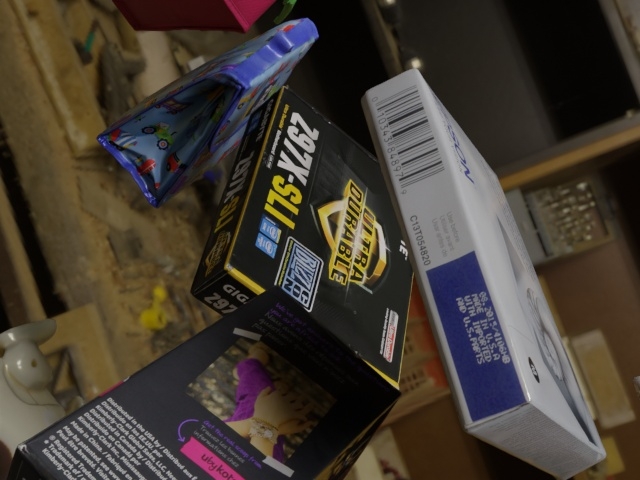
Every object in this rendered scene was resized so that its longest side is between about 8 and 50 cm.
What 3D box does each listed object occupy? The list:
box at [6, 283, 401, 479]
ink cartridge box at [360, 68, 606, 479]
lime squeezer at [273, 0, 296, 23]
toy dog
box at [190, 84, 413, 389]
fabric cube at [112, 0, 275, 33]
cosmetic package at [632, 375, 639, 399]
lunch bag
[{"bbox_3d":[-0.088,0.176,0.695,0.143,0.165,0.270,40,37,16],"label":"box"},{"bbox_3d":[0.114,0.034,0.601,0.224,0.045,0.223,38,32,-56],"label":"ink cartridge box"},{"bbox_3d":[-0.068,-0.430,1.528,0.310,0.109,0.059,67,43,-62],"label":"lime squeezer"},{"bbox_3d":[-0.519,0.377,1.638,0.408,0.284,0.395,59,-2,4],"label":"toy dog"},{"bbox_3d":[0.000,0.000,1.137,0.257,0.079,0.322,36,42,-22],"label":"box"},{"bbox_3d":[-0.141,-0.420,1.086,0.259,0.258,0.254,16,-32,47],"label":"fabric cube"},{"bbox_3d":[0.479,0.137,0.753,0.156,0.385,0.217,64,11,-13],"label":"cosmetic package"},{"bbox_3d":[-0.137,-0.208,1.320,0.138,0.293,0.221,50,40,-6],"label":"lunch bag"}]
